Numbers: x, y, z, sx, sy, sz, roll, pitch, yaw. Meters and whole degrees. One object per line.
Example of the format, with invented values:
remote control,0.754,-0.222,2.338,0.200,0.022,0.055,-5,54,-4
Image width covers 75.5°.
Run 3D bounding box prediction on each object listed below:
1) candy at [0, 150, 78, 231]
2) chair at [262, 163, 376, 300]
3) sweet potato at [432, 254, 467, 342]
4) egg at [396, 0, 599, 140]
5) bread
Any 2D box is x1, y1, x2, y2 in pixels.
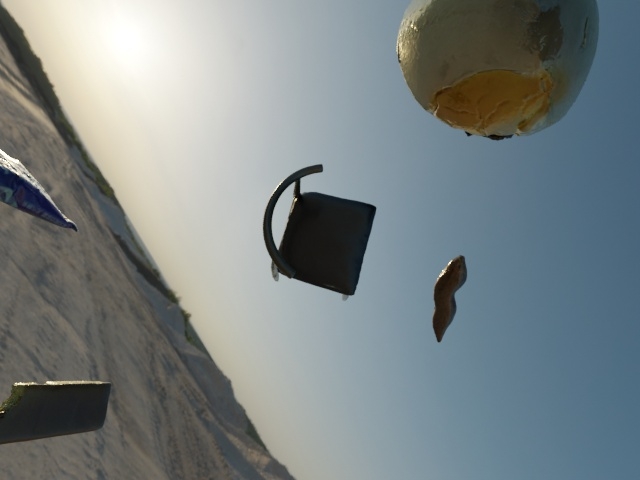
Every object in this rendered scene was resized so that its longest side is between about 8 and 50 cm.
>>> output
candy,-0.538,-0.106,0.700,0.145,0.070,0.275,34,-16,25
chair,0.000,0.000,0.738,0.166,0.188,0.272,14,-13,5
sweet potato,0.290,0.136,0.962,0.065,0.051,0.218,15,-75,14
egg,0.301,-0.335,0.654,0.337,0.337,0.201,58,-3,2
bread,-0.452,0.273,0.666,0.049,0.088,0.226,1,-17,25
